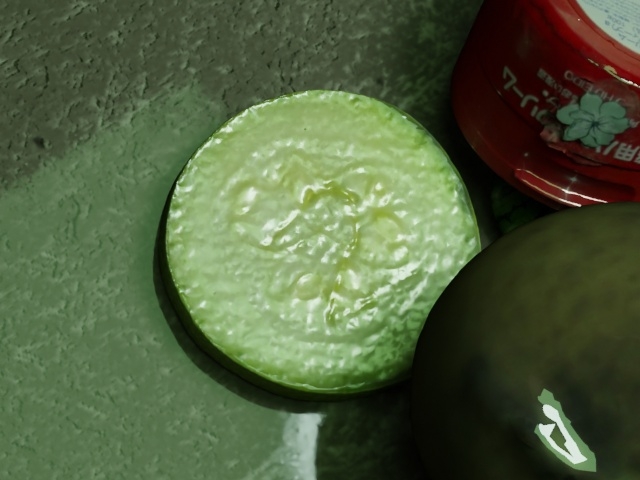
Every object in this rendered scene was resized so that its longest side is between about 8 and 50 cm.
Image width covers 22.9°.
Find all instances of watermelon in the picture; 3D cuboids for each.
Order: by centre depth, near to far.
[{"bbox_3d":[0.192,-0.035,1.273,0.106,0.062,0.105,7,70,-21],"label":"watermelon"}]

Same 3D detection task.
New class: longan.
[{"bbox_3d":[0.223,0.119,1.110,0.319,0.319,0.318,4,73,-12],"label":"longan"}]

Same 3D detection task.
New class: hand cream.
[{"bbox_3d":[0.226,-0.140,1.232,0.230,0.149,0.230,12,46,-13],"label":"hand cream"}]

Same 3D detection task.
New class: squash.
[{"bbox_3d":[0.000,0.000,1.224,0.252,0.049,0.252,4,73,-12],"label":"squash"}]
